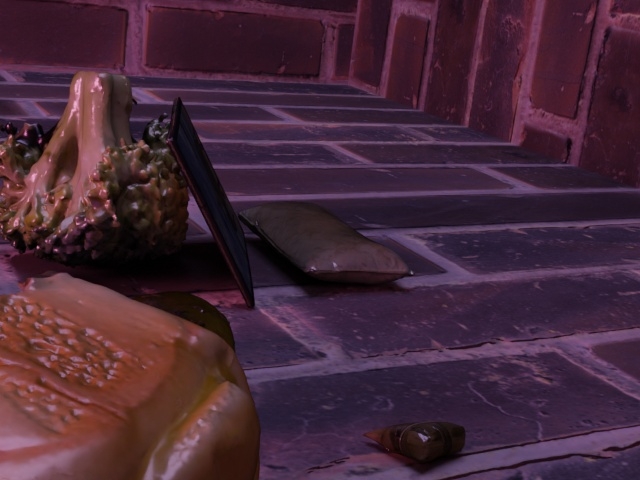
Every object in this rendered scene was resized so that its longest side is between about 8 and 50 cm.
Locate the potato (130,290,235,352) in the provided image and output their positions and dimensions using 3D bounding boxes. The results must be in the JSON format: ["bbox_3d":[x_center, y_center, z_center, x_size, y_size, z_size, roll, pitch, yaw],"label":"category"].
[{"bbox_3d":[-0.167,0.113,1.054,0.149,0.113,0.251,1,19,-7],"label":"potato"}]

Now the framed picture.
[{"bbox_3d":[-0.164,-0.069,1.453,0.016,0.265,0.347,-23,18,1],"label":"framed picture"}]

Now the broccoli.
[{"bbox_3d":[-0.332,-0.103,1.402,0.293,0.280,0.348,6,7,-9],"label":"broccoli"}]

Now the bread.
[{"bbox_3d":[-0.184,0.178,0.703,0.270,0.211,0.316,21,28,18],"label":"bread"}]

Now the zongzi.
[{"bbox_3d":[0.100,0.205,1.007,0.076,0.040,0.083,-1,0,-45],"label":"zongzi"}]

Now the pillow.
[{"bbox_3d":[0.000,0.000,1.560,0.185,0.075,0.302,0,19,-28],"label":"pillow"}]
